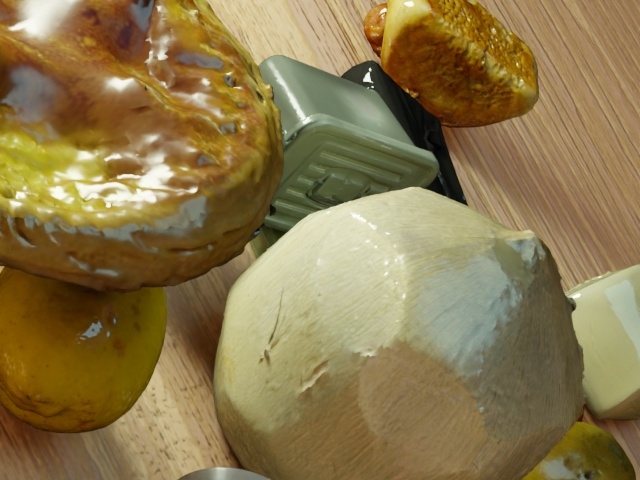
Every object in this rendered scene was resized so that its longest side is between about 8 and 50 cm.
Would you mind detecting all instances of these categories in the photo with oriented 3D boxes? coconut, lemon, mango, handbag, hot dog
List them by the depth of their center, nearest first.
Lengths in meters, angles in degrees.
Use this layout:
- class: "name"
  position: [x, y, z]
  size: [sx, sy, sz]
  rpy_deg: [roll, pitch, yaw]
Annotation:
- class: "lemon"
  position: [-0.221, 0.080, 1.619]
  size: [0.170, 0.170, 0.207]
  rpy_deg: [39, 40, -24]
- class: "coconut"
  position: [0.088, 0.118, 1.812]
  size: [0.346, 0.360, 0.346]
  rpy_deg: [33, 36, -28]
- class: "mango"
  position: [0.302, 0.285, 2.197]
  size: [0.195, 0.098, 0.137]
  rpy_deg: [4, 61, -46]
- class: "handbag"
  position: [0.120, -0.073, 2.285]
  size: [0.244, 0.088, 0.275]
  rpy_deg: [29, 35, -57]
- class: "hot dog"
  position: [0.165, -0.248, 2.466]
  size: [0.256, 0.153, 0.150]
  rpy_deg: [35, 40, -26]

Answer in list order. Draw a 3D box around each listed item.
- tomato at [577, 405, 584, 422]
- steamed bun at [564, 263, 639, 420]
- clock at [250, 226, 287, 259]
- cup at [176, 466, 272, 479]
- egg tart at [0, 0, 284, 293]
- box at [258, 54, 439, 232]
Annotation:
- class: "tomato"
  position: [0.281, 0.179, 2.294]
  size: [0.155, 0.069, 0.155]
  rpy_deg: [33, 38, -30]
- class: "steamed bun"
  position: [0.422, 0.134, 2.444]
  size: [0.250, 0.155, 0.200]
  rpy_deg: [-11, 69, -54]
- class: "clock"
  position: [0.000, 0.000, 2.122]
  size: [0.235, 0.029, 0.235]
  rpy_deg: [34, 36, -30]
- class: "cup"
  position: [-0.076, 0.312, 1.626]
  size: [0.173, 0.134, 0.142]
  rpy_deg: [47, 32, -28]
- class: "egg tart"
  position: [-0.239, -0.114, 1.529]
  size: [0.443, 0.178, 0.443]
  rpy_deg: [22, 40, -20]
- class: "box"
  position: [-0.003, -0.103, 2.058]
  size: [0.243, 0.163, 0.135]
  rpy_deg: [14, 38, -45]
